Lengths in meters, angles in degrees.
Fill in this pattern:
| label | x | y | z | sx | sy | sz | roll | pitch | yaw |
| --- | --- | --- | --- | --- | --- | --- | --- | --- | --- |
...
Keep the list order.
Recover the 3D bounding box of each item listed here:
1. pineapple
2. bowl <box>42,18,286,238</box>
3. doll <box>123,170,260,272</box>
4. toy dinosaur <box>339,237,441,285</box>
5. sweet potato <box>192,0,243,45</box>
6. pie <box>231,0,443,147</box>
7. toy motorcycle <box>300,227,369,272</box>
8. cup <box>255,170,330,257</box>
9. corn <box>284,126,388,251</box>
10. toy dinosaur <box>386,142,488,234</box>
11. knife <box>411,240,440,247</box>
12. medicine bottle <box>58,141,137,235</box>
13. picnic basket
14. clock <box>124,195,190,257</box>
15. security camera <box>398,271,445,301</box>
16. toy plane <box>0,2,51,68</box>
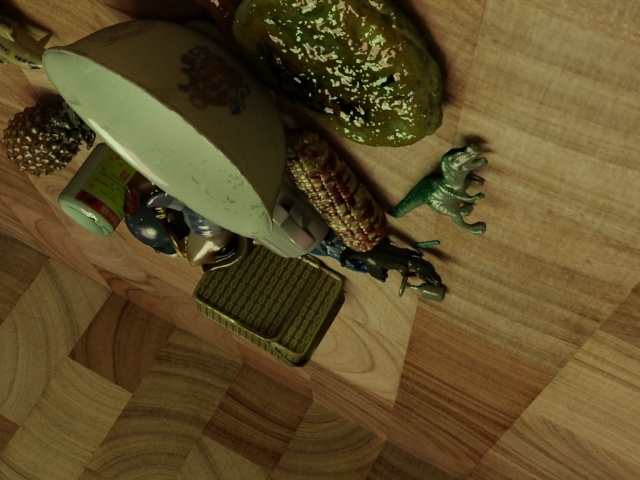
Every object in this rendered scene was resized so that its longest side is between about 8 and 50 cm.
| label | x | y | z | sx | sy | sz | roll | pitch | yaw |
| --- | --- | --- | --- | --- | --- | --- | --- | --- | --- |
| pineapple | -0.594 | -0.250 | 1.928 | 0.175 | 0.175 | 0.361 | 39 | 150 | -21 |
| bowl | -0.193 | -0.209 | 1.331 | 0.435 | 0.196 | 0.435 | 34 | 165 | 10 |
| doll | -0.255 | -0.070 | 1.740 | 0.318 | 0.209 | 0.339 | 34 | 170 | 43 |
| toy dinosaur | 0.133 | 0.029 | 1.590 | 0.187 | 0.087 | 0.179 | 5 | 170 | 9 |
| sweet potato | -0.153 | -0.343 | 1.189 | 0.065 | 0.051 | 0.218 | -13 | 134 | 43 |
| pie | 0.017 | -0.233 | 1.147 | 0.323 | 0.070 | 0.323 | 21 | 158 | 9 |
| toy motorcycle | 0.000 | 0.000 | 1.741 | 0.255 | 0.092 | 0.135 | 21 | 159 | 35 |
| cup | -0.084 | -0.051 | 1.556 | 0.167 | 0.221 | 0.202 | -21 | 144 | 23 |
| corn | 0.018 | -0.091 | 1.487 | 0.098 | 0.098 | 0.290 | 8 | 148 | 48 |
| toy dinosaur | 0.198 | -0.049 | 1.371 | 0.129 | 0.076 | 0.383 | 38 | 157 | 0 |
| knife | 0.195 | 0.008 | 1.607 | 0.014 | 0.005 | 0.091 | 40 | 159 | -20 |
| medicine bottle | -0.456 | -0.133 | 1.881 | 0.139 | 0.225 | 0.139 | 27 | 160 | 11 |
| picnic basket | -0.116 | 0.131 | 2.038 | 0.313 | 0.228 | 0.175 | 30 | 163 | 5 |
| clock | -0.392 | -0.043 | 2.146 | 0.200 | 0.146 | 0.243 | 31 | 169 | 12 |
| security camera | 0.210 | 0.099 | 1.759 | 0.092 | 0.058 | 0.058 | 14 | 157 | 10 |
| toy plane | -0.616 | -0.401 | 1.666 | 0.244 | 0.092 | 0.229 | 25 | 158 | 13 |
